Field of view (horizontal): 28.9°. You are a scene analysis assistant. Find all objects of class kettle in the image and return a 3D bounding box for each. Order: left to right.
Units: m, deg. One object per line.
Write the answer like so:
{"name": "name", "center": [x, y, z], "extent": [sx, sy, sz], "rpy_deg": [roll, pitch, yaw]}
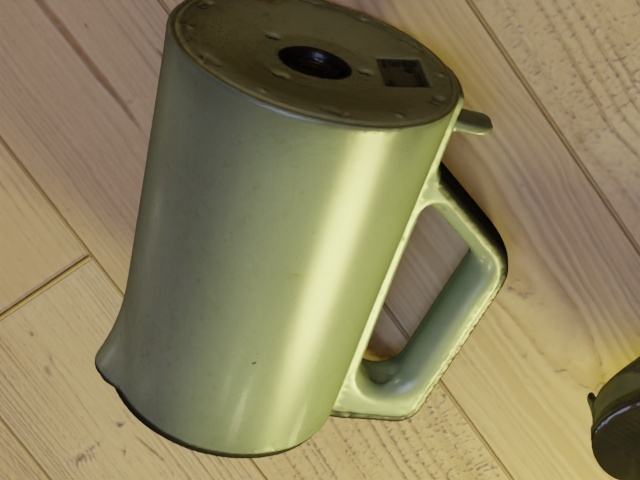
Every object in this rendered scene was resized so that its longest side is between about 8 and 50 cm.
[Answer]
{"name": "kettle", "center": [0.000, 0.000, 1.149], "extent": [0.361, 0.250, 0.377], "rpy_deg": [7, 122, -17]}

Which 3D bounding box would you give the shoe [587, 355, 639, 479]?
{"name": "shoe", "center": [0.367, 0.120, 1.141], "extent": [0.274, 0.098, 0.103], "rpy_deg": [-26, 110, 7]}
